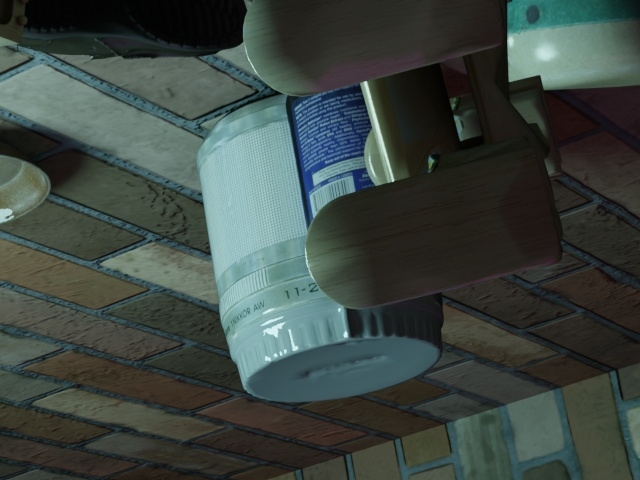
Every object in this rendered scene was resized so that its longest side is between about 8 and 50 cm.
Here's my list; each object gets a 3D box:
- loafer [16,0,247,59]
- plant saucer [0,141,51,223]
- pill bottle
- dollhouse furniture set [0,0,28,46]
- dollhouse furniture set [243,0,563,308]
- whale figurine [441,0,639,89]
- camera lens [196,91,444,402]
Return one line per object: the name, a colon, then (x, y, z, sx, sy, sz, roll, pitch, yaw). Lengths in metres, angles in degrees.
loafer: (-0.170, -0.192, 1.627, 0.220, 0.080, 0.078, 3, 166, -19)
plant saucer: (-0.369, -0.059, 1.923, 0.199, 0.036, 0.198, -9, 160, -3)
pill bottle: (0.035, -0.091, 1.763, 0.123, 0.219, 0.123, -9, 160, -3)
dollhouse furniture set: (-0.220, -0.230, 1.337, 0.123, 0.151, 0.144, -3, 169, 34)
dollhouse furniture set: (-0.011, -0.167, 1.252, 0.256, 0.394, 0.362, -14, -170, 10)
whale figurine: (0.215, -0.205, 1.721, 0.216, 0.141, 0.272, -5, -176, -30)
camera lens: (0.000, 0.000, 1.908, 0.219, 0.274, 0.219, -9, 160, -3)
